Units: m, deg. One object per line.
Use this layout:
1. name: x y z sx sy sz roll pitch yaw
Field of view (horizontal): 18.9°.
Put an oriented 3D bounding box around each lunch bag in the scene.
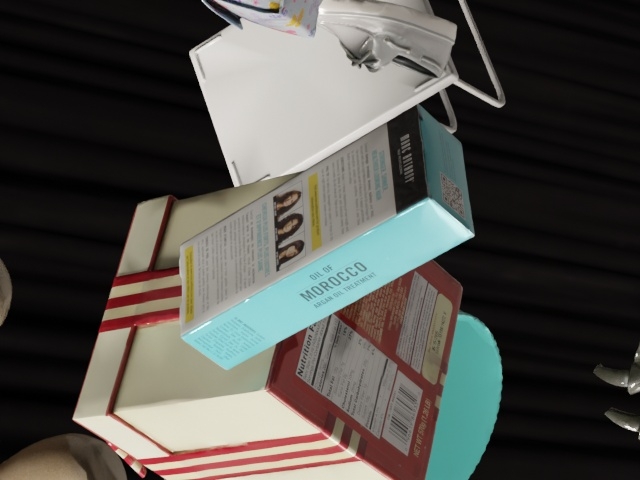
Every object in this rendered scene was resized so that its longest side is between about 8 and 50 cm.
1. lunch bag: -0.045 -0.161 1.206 0.083 0.071 0.053 20 90 19

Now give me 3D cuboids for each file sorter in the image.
1. file sorter: 0.036 -0.175 2.112 0.277 0.173 0.193 -30 66 24

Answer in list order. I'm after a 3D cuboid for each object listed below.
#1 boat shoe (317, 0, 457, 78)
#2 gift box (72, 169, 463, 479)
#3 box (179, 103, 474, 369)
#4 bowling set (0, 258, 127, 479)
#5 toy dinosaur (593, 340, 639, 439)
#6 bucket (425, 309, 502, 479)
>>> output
1. boat shoe: 0.052 -0.186 1.771 0.066 0.184 0.063 10 91 39
2. gift box: -0.044 0.118 1.707 0.258 0.276 0.255 -10 49 38
3. box: 0.000 0.000 1.489 0.244 0.060 0.100 -29 43 26
4. bowling set: -0.235 0.064 0.869 0.154 0.200 0.287 -27 92 21
5. toy dinosaur: 0.296 0.132 1.233 0.218 0.322 0.164 51 150 31
6. bucket: 0.049 0.164 2.032 0.183 0.281 0.281 22 100 40
